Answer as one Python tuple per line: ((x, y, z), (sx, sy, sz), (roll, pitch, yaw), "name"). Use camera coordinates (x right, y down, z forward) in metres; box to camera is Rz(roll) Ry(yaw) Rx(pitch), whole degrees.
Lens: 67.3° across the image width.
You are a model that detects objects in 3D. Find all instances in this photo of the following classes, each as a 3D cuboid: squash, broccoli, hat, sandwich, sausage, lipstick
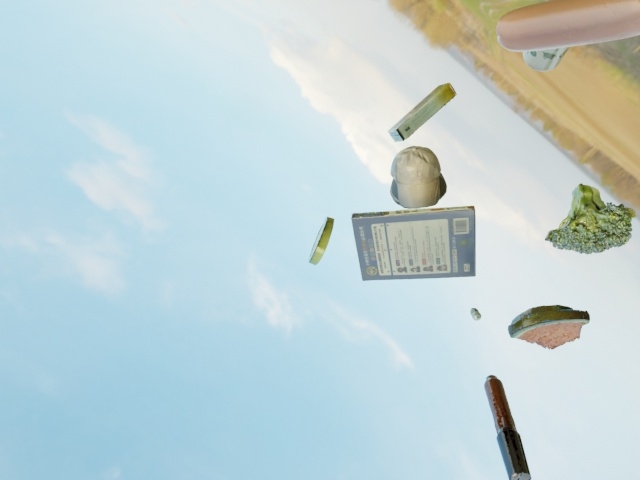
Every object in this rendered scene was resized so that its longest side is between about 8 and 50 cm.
((0.005, 0.002, 2.030), (0.041, 0.219, 0.219), (22, -152, -4), "squash")
((0.964, -0.070, 1.730), (0.248, 0.288, 0.245), (32, -114, -51), "broccoli")
((0.385, -0.254, 1.937), (0.161, 0.232, 0.275), (45, -138, -65), "hat")
((0.741, 0.268, 1.544), (0.159, 0.235, 0.079), (35, -138, -20), "sandwich")
((0.449, -0.388, 0.847), (0.086, 0.086, 0.289), (16, 180, -42), "sausage")
((0.614, 0.611, 1.602), (0.077, 0.077, 0.418), (35, -153, -12), "lipstick")

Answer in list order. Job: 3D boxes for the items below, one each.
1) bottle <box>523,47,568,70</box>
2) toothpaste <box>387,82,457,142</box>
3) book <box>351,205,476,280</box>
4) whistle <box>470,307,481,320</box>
((0.672, -0.605, 1.364), (0.120, 0.120, 0.253), (49, 171, 16), "bottle")
((0.421, -0.528, 1.994), (0.071, 0.313, 0.089), (50, 172, -19), "toothpaste")
((0.340, 0.019, 1.744), (0.039, 0.428, 0.300), (-73, -23, -53), "book")
((0.588, 0.278, 1.827), (0.035, 0.035, 0.100), (39, -166, -3), "whistle")
